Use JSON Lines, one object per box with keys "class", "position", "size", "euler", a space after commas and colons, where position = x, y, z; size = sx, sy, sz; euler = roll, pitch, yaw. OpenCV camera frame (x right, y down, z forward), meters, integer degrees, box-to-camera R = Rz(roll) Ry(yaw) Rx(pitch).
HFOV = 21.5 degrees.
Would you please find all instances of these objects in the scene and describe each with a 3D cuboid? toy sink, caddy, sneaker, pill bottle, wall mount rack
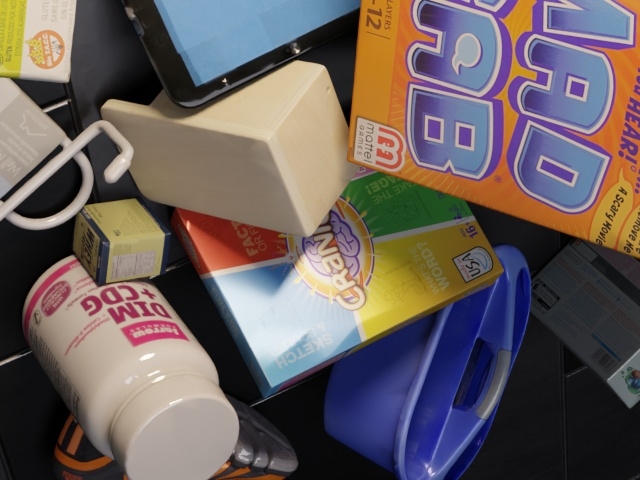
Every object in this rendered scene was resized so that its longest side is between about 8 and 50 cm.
{"class": "toy sink", "position": [-0.096, -0.119, 1.854], "size": [0.131, 0.234, 0.152], "euler": [-55, 141, -31]}
{"class": "caddy", "position": [0.154, 0.156, 2.136], "size": [0.241, 0.179, 0.341], "euler": [17, 93, -59]}
{"class": "sneaker", "position": [-0.194, 0.280, 2.122], "size": [0.321, 0.124, 0.180], "euler": [20, 113, -30]}
{"class": "pill bottle", "position": [-0.211, 0.146, 1.880], "size": [0.160, 0.283, 0.160], "euler": [-18, 130, -23]}
{"class": "wall mount rack", "position": [-0.372, -0.061, 1.729], "size": [0.304, 0.130, 0.350], "euler": [-43, 134, 1]}

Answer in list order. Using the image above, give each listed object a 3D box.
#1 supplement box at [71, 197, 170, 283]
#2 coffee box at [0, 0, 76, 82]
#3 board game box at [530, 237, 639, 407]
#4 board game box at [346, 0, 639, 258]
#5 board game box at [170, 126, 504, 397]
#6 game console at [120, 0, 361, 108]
{"class": "supplement box", "position": [-0.226, 0.000, 1.904], "size": [0.083, 0.083, 0.056], "euler": [-9, 125, -30]}
{"class": "coffee box", "position": [-0.397, -0.319, 1.316], "size": [0.334, 0.338, 0.338], "euler": [0, 102, -33]}
{"class": "board game box", "position": [0.451, 0.046, 2.297], "size": [0.303, 0.224, 0.097], "euler": [-44, 134, 2]}
{"class": "board game box", "position": [0.275, -0.256, 1.775], "size": [0.356, 0.357, 0.356], "euler": [-43, 146, -48]}
{"class": "board game box", "position": [0.020, 0.007, 1.975], "size": [0.317, 0.242, 0.064], "euler": [-26, 169, -16]}
{"class": "game console", "position": [-0.065, -0.313, 1.710], "size": [0.293, 0.173, 0.250], "euler": [-29, 158, -14]}
